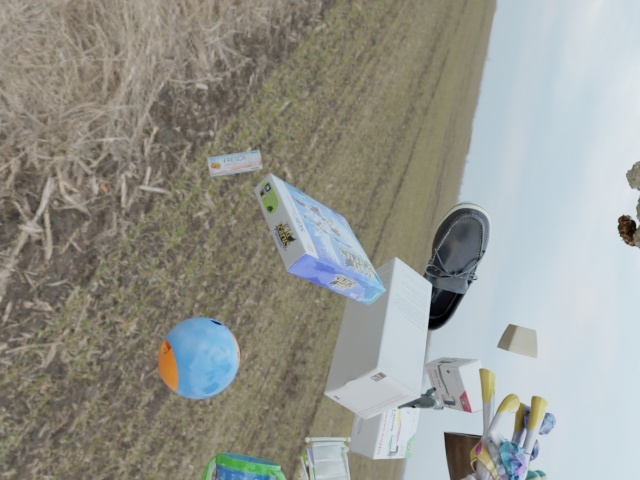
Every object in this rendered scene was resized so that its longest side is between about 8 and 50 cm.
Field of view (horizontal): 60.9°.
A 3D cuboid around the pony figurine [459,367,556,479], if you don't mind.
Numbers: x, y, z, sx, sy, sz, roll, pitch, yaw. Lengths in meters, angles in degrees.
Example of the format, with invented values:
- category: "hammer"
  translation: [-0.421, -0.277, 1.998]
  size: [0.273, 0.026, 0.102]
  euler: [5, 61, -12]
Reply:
- category: "pony figurine"
  translation: [0.437, 0.542, 1.288]
  size: [0.351, 0.303, 0.363]
  euler: [42, 62, -28]

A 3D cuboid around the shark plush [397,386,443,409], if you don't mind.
- category: "shark plush"
  translation: [0.307, 0.504, 1.707]
  size: [0.067, 0.161, 0.073]
  euler: [-19, 98, -51]

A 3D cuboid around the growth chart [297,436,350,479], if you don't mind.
- category: "growth chart"
  translation: [0.015, 0.690, 1.615]
  size: [0.021, 0.172, 0.237]
  euler: [111, -16, -44]

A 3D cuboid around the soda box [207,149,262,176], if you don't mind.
- category: "soda box"
  translation: [-0.295, -0.267, 1.887]
  size: [0.063, 0.183, 0.058]
  euler: [123, -42, -83]

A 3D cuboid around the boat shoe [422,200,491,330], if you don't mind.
- category: "boat shoe"
  translation: [0.436, 0.101, 1.821]
  size: [0.156, 0.187, 0.500]
  euler: [-71, 178, -58]

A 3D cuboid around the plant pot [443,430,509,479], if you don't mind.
- category: "plant pot"
  translation: [0.515, 0.771, 1.818]
  size: [0.215, 0.216, 0.230]
  euler: [59, 36, -71]

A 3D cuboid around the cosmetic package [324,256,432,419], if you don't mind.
- category: "cosmetic package"
  translation: [0.165, 0.259, 1.483]
  size: [0.217, 0.156, 0.385]
  euler: [-37, -155, 42]

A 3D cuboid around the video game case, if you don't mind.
- category: "video game case"
  translation: [0.000, 0.000, 1.177]
  size: [0.270, 0.061, 0.244]
  euler: [27, 29, -44]

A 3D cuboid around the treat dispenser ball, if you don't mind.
- category: "treat dispenser ball"
  translation: [-0.434, 0.421, 1.956]
  size: [0.288, 0.288, 0.288]
  euler: [11, 90, -77]

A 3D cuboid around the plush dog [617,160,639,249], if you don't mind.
- category: "plush dog"
  translation: [0.810, -0.035, 1.236]
  size: [0.210, 0.263, 0.225]
  euler: [-61, 153, -26]

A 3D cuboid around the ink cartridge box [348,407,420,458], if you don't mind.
- category: "ink cartridge box"
  translation: [0.245, 0.705, 2.051]
  size: [0.278, 0.117, 0.201]
  euler: [24, 75, -48]

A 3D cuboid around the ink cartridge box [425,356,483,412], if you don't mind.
- category: "ink cartridge box"
  translation: [0.464, 0.486, 1.850]
  size: [0.218, 0.092, 0.158]
  euler: [152, -77, -70]

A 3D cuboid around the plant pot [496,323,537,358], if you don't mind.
- category: "plant pot"
  translation: [0.700, 0.350, 1.919]
  size: [0.109, 0.109, 0.096]
  euler: [114, -10, -85]

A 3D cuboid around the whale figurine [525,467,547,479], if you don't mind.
- category: "whale figurine"
  translation: [0.557, 0.702, 1.608]
  size: [0.272, 0.216, 0.141]
  euler: [76, -3, -58]

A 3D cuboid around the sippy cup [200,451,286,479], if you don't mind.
- category: "sippy cup"
  translation: [-0.274, 0.877, 1.899]
  size: [0.305, 0.240, 0.224]
  euler: [-26, -130, 61]
